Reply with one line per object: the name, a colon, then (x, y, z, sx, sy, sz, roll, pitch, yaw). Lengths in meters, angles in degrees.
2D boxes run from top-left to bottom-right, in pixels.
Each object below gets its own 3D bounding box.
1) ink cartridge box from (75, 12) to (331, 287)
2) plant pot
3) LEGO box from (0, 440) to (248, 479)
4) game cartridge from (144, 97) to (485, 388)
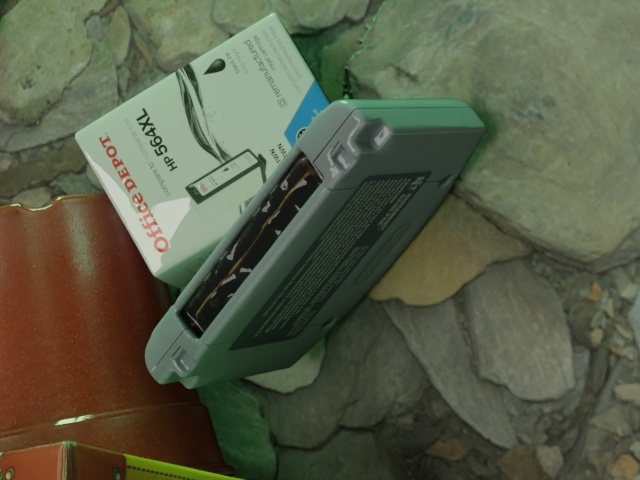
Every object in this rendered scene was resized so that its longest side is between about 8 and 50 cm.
ink cartridge box: (-0.083, -0.074, 1.458, 0.203, 0.086, 0.148, -32, 79, 3)
plant pot: (-0.235, 0.108, 1.542, 0.272, 0.272, 0.265, -18, 79, 34)
LEGO box: (-0.164, 0.308, 1.341, 0.372, 0.500, 0.193, -14, 68, 32)
game cartridge: (0.000, 0.000, 1.393, 0.062, 0.198, 0.297, 48, 118, 18)
